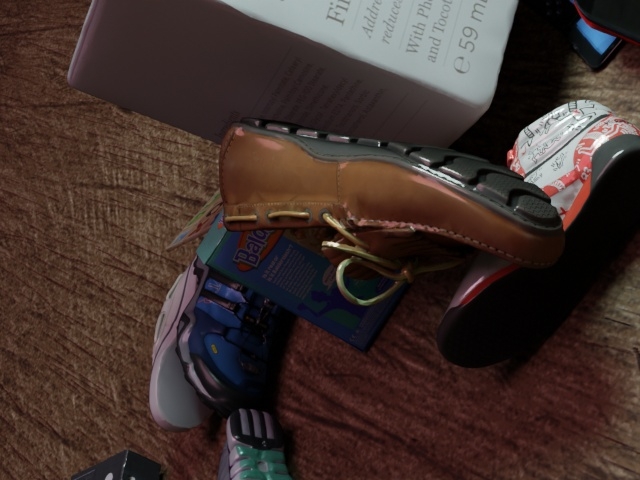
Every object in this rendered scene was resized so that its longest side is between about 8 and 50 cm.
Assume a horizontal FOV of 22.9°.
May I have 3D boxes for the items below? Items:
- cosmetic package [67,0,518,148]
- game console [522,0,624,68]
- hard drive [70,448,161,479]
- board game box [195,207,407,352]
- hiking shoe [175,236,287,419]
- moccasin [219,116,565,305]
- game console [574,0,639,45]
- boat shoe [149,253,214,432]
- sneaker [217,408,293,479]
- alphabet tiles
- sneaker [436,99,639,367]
[{"bbox_3d":[-0.016,-0.286,1.668,0.327,0.393,0.330,134,154,-67],"label":"cosmetic package"},{"bbox_3d":[0.277,-0.268,1.586,0.144,0.124,0.085,-50,3,18],"label":"game console"},{"bbox_3d":[-0.303,0.441,1.897,0.237,0.064,0.339,-31,39,43],"label":"hard drive"},{"bbox_3d":[0.000,0.000,1.650,0.160,0.210,0.047,-56,24,6],"label":"board game box"},{"bbox_3d":[-0.089,0.071,1.835,0.132,0.113,0.304,-42,33,32],"label":"hiking shoe"},{"bbox_3d":[0.051,-0.019,1.438,0.380,0.139,0.147,12,97,35],"label":"moccasin"},{"bbox_3d":[0.368,-0.339,1.384,0.342,0.060,0.387,37,120,54],"label":"game console"},{"bbox_3d":[-0.164,0.126,1.930,0.088,0.096,0.268,-37,35,44],"label":"boat shoe"},{"bbox_3d":[-0.071,0.285,1.673,0.224,0.083,0.098,-95,22,-53],"label":"sneaker"},{"bbox_3d":[-0.077,-0.079,1.981,0.237,0.009,0.198,-25,20,48],"label":"alphabet tiles"},{"bbox_3d":[0.197,-0.011,1.473,0.270,0.090,0.145,-49,29,14],"label":"sneaker"}]
